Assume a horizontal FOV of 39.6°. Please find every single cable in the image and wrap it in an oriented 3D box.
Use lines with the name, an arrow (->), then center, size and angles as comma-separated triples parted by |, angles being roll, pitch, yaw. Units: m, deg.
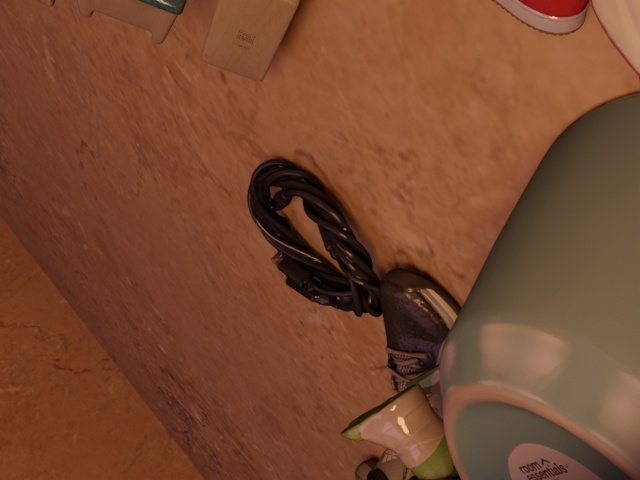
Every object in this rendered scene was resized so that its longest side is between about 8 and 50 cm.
cable -> 0.000, 0.000, 0.825 | 0.184, 0.047, 0.150 | 32, 144, 47

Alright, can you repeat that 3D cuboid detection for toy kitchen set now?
toy kitchen set -> -0.106, -0.245, 0.651 | 0.207, 0.166, 0.122 | 18, 161, -11

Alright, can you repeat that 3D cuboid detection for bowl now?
bowl -> 0.182, 0.097, 0.450 | 0.311, 0.163, 0.311 | 41, 154, 25

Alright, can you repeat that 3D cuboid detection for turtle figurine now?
turtle figurine -> 0.119, 0.230, 0.654 | 0.266, 0.198, 0.274 | 58, 166, 9

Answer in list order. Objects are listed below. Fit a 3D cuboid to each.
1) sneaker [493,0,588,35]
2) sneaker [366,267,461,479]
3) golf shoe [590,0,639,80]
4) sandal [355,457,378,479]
sneaker -> 0.083, -0.154, 0.434 | 0.118, 0.042, 0.067 | 35, 156, 22
sneaker -> 0.082, 0.145, 0.748 | 0.086, 0.132, 0.228 | 7, 129, 60
golf shoe -> 0.218, -0.041, 0.253 | 0.306, 0.115, 0.140 | 44, 152, 18
sandal -> 0.072, 0.399, 1.186 | 0.120, 0.086, 0.302 | 34, 151, 39
